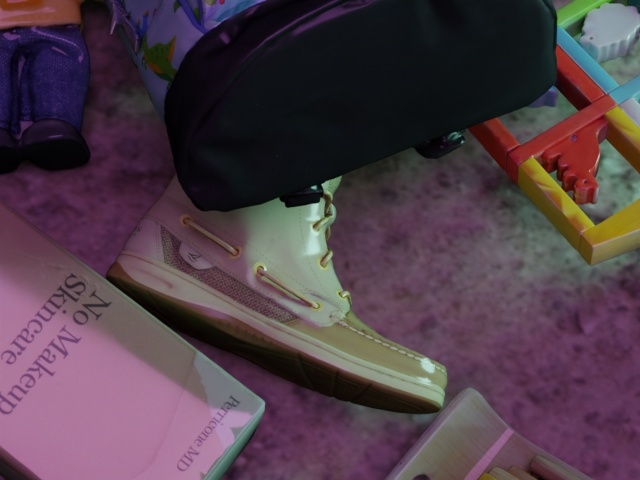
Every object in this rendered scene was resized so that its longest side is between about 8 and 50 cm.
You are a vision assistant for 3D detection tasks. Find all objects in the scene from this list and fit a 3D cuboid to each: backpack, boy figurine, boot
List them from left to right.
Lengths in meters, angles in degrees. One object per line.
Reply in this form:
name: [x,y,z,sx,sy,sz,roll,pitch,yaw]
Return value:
boy figurine: [-0.226,-0.195,1.236,0.177,0.092,0.285,-3,77,-5]
backpack: [-0.035,-0.234,1.155,0.290,0.273,0.355,-19,44,-14]
boot: [0.000,0.000,1.201,0.262,0.095,0.203,23,71,7]

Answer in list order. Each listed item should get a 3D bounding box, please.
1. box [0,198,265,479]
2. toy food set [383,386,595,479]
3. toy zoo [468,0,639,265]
box: [-0.203,0.086,1.136,0.311,0.121,0.148,35,72,5]
toy food set: [0.149,0.246,1.085,0.306,0.092,0.220,29,70,36]
toy zoo: [0.221,-0.103,1.241,0.192,0.030,0.293,-30,60,-14]
